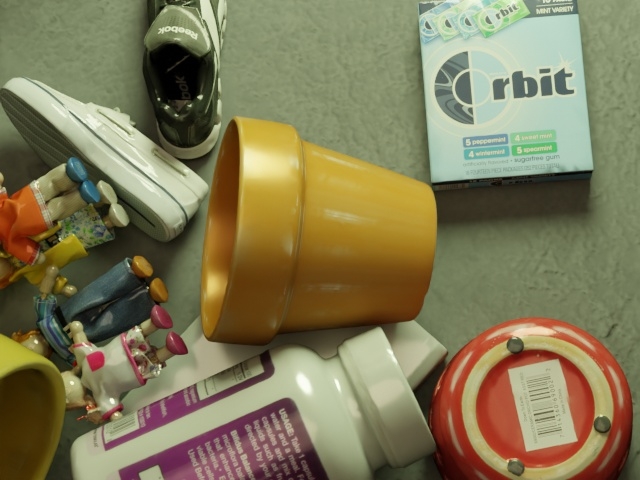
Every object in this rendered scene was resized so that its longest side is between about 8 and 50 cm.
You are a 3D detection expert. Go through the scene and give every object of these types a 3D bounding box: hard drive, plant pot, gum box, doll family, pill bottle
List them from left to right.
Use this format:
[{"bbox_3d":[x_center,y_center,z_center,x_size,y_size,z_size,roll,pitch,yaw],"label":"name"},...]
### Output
[{"bbox_3d":[-0.396,0.165,1.707,0.239,0.254,0.254,27,82,18],"label":"plant pot"},{"bbox_3d":[-0.241,0.050,1.816,0.163,0.118,0.263,-29,92,10],"label":"doll family"},{"bbox_3d":[-0.057,0.194,1.700,0.301,0.169,0.169,-24,78,0],"label":"pill bottle"},{"bbox_3d":[-0.055,0.155,1.815,0.203,0.040,0.307,41,85,11],"label":"hard drive"},{"bbox_3d":[0.000,0.000,1.733,0.188,0.205,0.205,7,79,-11],"label":"plant pot"},{"bbox_3d":[0.179,-0.147,1.857,0.157,0.041,0.184,-5,79,3],"label":"gum box"},{"bbox_3d":[0.189,0.163,1.729,0.191,0.174,0.191,-1,79,6],"label":"plant pot"}]

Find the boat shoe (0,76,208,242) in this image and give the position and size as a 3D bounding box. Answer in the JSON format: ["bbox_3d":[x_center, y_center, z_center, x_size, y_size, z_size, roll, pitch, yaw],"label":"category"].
[{"bbox_3d":[-0.210,-0.091,1.865,0.226,0.083,0.076,41,61,3],"label":"boat shoe"}]

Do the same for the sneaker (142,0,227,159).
[{"bbox_3d":[-0.133,-0.203,1.858,0.078,0.106,0.234,-3,78,3],"label":"sneaker"}]
